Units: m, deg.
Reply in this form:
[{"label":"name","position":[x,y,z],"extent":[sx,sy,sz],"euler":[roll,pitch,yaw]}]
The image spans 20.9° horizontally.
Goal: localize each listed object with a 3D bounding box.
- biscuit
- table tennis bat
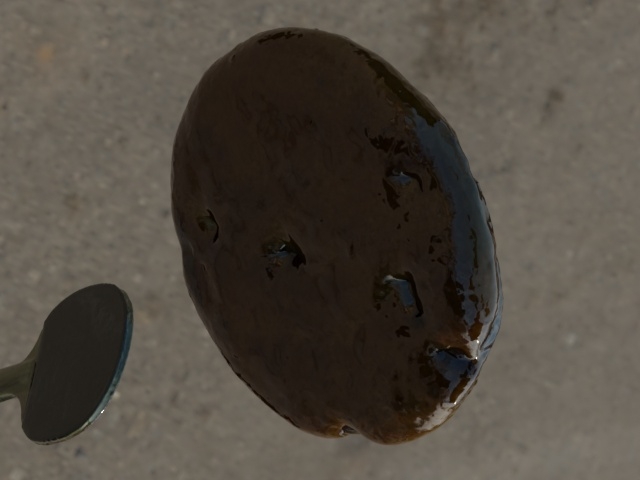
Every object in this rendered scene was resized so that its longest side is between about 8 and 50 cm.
[{"label":"biscuit","position":[0.000,0.000,0.842],"extent":[0.036,0.212,0.212],"euler":[-22,125,-44]},{"label":"table tennis bat","position":[-0.234,0.112,1.482],"extent":[0.022,0.246,0.138],"euler":[26,62,-32]}]
